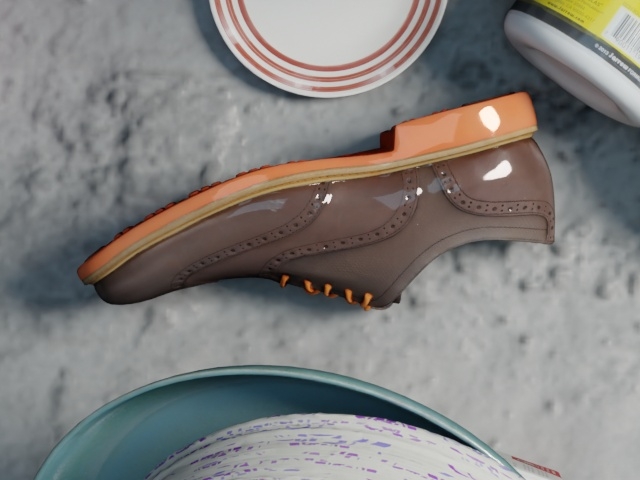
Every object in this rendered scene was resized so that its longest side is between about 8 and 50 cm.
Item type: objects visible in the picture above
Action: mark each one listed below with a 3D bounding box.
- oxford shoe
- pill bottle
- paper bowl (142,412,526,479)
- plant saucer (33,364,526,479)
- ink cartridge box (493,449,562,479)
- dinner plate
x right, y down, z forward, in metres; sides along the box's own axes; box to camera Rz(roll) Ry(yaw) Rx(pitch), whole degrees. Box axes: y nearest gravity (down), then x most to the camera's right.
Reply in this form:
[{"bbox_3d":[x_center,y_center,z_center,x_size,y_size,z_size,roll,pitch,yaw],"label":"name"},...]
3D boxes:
[{"bbox_3d":[0.000,0.000,1.081,0.271,0.097,0.098,-17,92,3],"label":"oxford shoe"},{"bbox_3d":[0.191,-0.162,1.069,0.103,0.103,0.184,36,89,5],"label":"pill bottle"},{"bbox_3d":[0.006,0.236,0.939,0.284,0.148,0.284,7,121,13],"label":"paper bowl"},{"bbox_3d":[-0.005,0.190,1.027,0.318,0.043,0.317,7,121,12],"label":"plant saucer"},{"bbox_3d":[0.061,0.134,1.065,0.135,0.099,0.056,19,89,6],"label":"ink cartridge box"},{"bbox_3d":[0.005,-0.152,1.125,0.141,0.017,0.141,0,86,3],"label":"dinner plate"}]
